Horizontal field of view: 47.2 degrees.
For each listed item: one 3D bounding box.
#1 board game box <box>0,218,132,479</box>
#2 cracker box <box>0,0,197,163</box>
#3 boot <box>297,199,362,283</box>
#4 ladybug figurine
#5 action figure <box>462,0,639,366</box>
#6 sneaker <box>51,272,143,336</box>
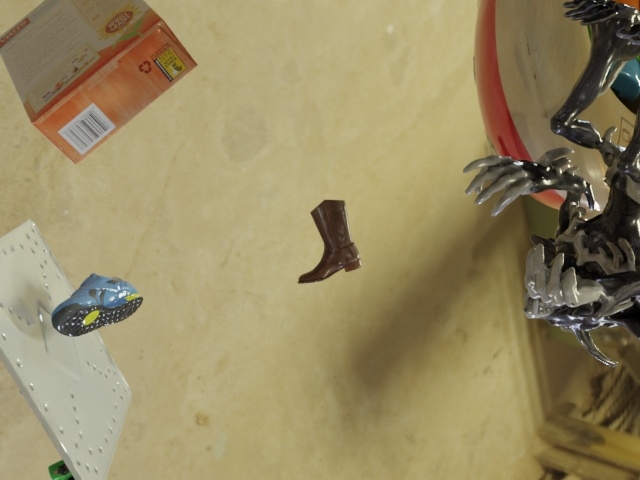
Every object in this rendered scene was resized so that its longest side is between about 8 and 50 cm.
[{"bbox_3d":[-0.445,0.179,1.196,0.050,0.390,0.390,-25,104,-1],"label":"board game box"},{"bbox_3d":[-0.243,-0.197,0.768,0.155,0.232,0.067,-40,135,-1],"label":"cracker box"},{"bbox_3d":[0.000,0.000,1.098,0.106,0.037,0.114,-19,97,-8],"label":"boot"},{"bbox_3d":[0.290,-0.221,0.842,0.305,0.162,0.449,24,66,-32],"label":"ladybug figurine"},{"bbox_3d":[0.180,-0.022,0.513,0.141,0.164,0.276,-8,122,-15],"label":"action figure"},{"bbox_3d":[-0.376,0.098,1.188,0.069,0.082,0.209,-50,169,16],"label":"sneaker"}]
